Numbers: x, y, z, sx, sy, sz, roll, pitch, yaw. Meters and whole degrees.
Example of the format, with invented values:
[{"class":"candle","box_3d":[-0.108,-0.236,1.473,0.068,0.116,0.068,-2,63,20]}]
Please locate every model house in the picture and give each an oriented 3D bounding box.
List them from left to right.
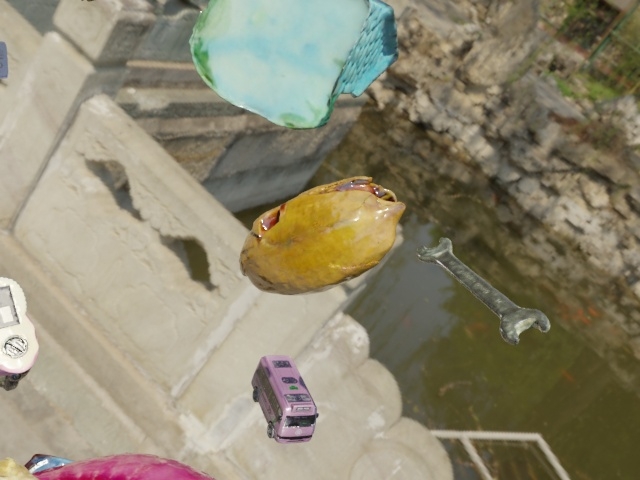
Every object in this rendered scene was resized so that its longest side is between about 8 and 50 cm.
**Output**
[{"class":"model house","box_3d":[-0.030,-0.318,1.149,0.261,0.226,0.241,30,22,16]}]

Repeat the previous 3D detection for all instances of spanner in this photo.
[{"class":"spanner","box_3d":[0.189,0.053,0.867,0.015,0.054,0.254,61,-6,-30]}]

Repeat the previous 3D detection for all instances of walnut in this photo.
[{"class":"walnut","box_3d":[0.000,0.000,0.910,0.137,0.245,0.137,50,31,-46]}]

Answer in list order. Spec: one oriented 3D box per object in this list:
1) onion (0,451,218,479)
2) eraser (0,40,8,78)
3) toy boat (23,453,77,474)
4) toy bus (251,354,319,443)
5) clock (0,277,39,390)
[{"class":"onion","box_3d":[-0.181,0.319,0.583,0.358,0.345,0.358,22,16,-7]},{"class":"eraser","box_3d":[-0.706,-0.373,1.464,0.036,0.082,0.225,2,14,-3]},{"class":"toy boat","box_3d":[-0.493,0.495,1.197,0.142,0.309,0.129,36,2,8]},{"class":"toy bus","box_3d":[-0.072,0.310,1.396,0.086,0.098,0.178,6,28,-27]},{"class":"clock","box_3d":[-0.607,0.183,1.360,0.100,0.195,0.194,-11,72,-32]}]
